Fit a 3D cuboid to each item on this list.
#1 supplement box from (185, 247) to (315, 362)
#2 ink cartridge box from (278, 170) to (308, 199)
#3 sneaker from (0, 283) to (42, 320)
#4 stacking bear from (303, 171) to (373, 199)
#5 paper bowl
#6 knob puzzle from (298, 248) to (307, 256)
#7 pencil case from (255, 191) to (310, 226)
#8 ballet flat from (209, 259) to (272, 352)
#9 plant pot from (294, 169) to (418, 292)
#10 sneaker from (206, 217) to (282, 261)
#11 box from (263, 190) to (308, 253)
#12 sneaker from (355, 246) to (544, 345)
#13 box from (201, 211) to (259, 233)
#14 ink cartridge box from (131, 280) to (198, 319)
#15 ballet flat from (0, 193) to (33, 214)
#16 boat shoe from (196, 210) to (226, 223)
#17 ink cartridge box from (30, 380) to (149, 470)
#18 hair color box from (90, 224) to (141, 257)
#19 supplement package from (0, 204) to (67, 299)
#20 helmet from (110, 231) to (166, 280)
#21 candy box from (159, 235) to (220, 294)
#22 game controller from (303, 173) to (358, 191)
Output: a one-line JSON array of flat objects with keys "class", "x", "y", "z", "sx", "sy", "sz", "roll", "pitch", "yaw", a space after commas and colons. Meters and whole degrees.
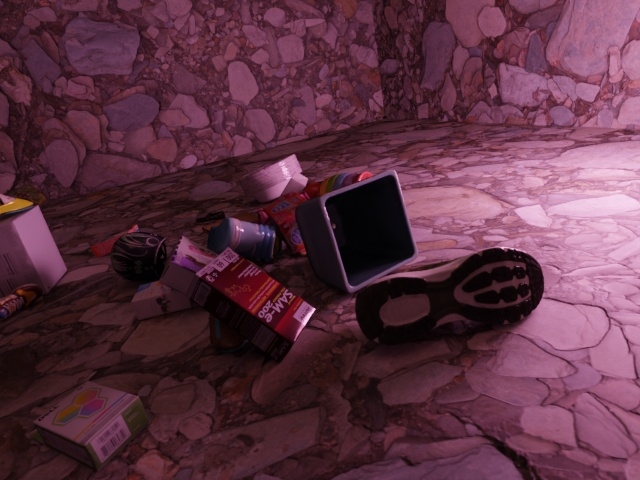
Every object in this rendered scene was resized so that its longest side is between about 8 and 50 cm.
[{"class": "supplement box", "x": -0.142, "y": 0.131, "z": 0.907, "sx": 0.239, "sy": 0.073, "sz": 0.130, "roll": 35, "pitch": 32, "yaw": 3}, {"class": "ink cartridge box", "x": -0.130, "y": -0.171, "z": 1.747, "sx": 0.067, "sy": 0.198, "sz": 0.115, "roll": 31, "pitch": 22, "yaw": -8}, {"class": "sneaker", "x": -0.945, "y": 0.201, "z": 1.313, "sx": 0.185, "sy": 0.070, "sz": 0.084, "roll": -28, "pitch": 36, "yaw": -23}, {"class": "stacking bear", "x": 0.058, "y": -0.168, "z": 1.630, "sx": 0.289, "sy": 0.164, "sz": 0.175, "roll": 0, "pitch": 24, "yaw": 37}, {"class": "paper bowl", "x": -0.217, "y": -0.273, "z": 1.962, "sx": 0.284, "sy": 0.148, "sz": 0.284, "roll": -23, "pitch": 12, "yaw": 5}, {"class": "knob puzzle", "x": 0.000, "y": 0.000, "z": 1.395, "sx": 0.213, "sy": 0.030, "sz": 0.213, "roll": -10, "pitch": 22, "yaw": 4}, {"class": "pencil case", "x": -0.132, "y": -0.110, "z": 1.598, "sx": 0.209, "sy": 0.095, "sz": 0.098, "roll": -24, "pitch": 68, "yaw": -15}, {"class": "ballet flat", "x": -0.192, "y": 0.125, "z": 1.051, "sx": 0.116, "sy": 0.124, "sz": 0.342, "roll": -7, "pitch": 22, "yaw": 13}, {"class": "plant pot", "x": 0.067, "y": -0.027, "z": 1.173, "sx": 0.247, "sy": 0.247, "sz": 0.252, "roll": -23, "pitch": 11, "yaw": -28}, {"class": "sneaker", "x": -0.244, "y": 0.017, "z": 1.384, "sx": 0.208, "sy": 0.127, "sz": 0.319, "roll": 9, "pitch": -10, "yaw": -26}, {"class": "box", "x": -0.090, "y": -0.067, "z": 1.432, "sx": 0.128, "sy": 0.123, "sz": 0.257, "roll": -30, "pitch": 22, "yaw": -7}, {"class": "sneaker", "x": 0.258, "y": 0.098, "z": 0.908, "sx": 0.410, "sy": 0.158, "sz": 0.182, "roll": -8, "pitch": 4, "yaw": -6}, {"class": "box", "x": -0.354, "y": -0.065, "z": 1.734, "sx": 0.201, "sy": 0.021, "sz": 0.164, "roll": -23, "pitch": 25, "yaw": -29}, {"class": "ink cartridge box", "x": -0.406, "y": 0.147, "z": 1.179, "sx": 0.181, "sy": 0.062, "sz": 0.104, "roll": -13, "pitch": 22, "yaw": -6}, {"class": "ballet flat", "x": -1.035, "y": -0.104, "z": 1.365, "sx": 0.077, "sy": 0.077, "sz": 0.231, "roll": 2, "pitch": 25, "yaw": 31}, {"class": "boat shoe", "x": -0.474, "y": -0.100, "z": 1.854, "sx": 0.133, "sy": 0.042, "sz": 0.049, "roll": -9, "pitch": 24, "yaw": 9}, {"class": "ink cartridge box", "x": -0.423, "y": 0.317, "z": 0.769, "sx": 0.209, "sy": 0.062, "sz": 0.109, "roll": 2, "pitch": 26, "yaw": 30}, {"class": "hair color box", "x": -0.803, "y": 0.001, "z": 1.703, "sx": 0.167, "sy": 0.053, "sz": 0.093, "roll": -20, "pitch": 21, "yaw": 5}, {"class": "supplement package", "x": -1.008, "y": 0.042, "z": 1.454, "sx": 0.145, "sy": 0.262, "sz": 0.204, "roll": -14, "pitch": 22, "yaw": -8}, {"class": "helmet", "x": -0.582, "y": 0.050, "z": 1.372, "sx": 0.161, "sy": 0.170, "sz": 0.169, "roll": 6, "pitch": 22, "yaw": -3}, {"class": "candy box", "x": -0.334, "y": 0.082, "z": 1.178, "sx": 0.164, "sy": 0.070, "sz": 0.196, "roll": 29, "pitch": 13, "yaw": -19}, {"class": "game controller", "x": 0.039, "y": -0.222, "z": 1.877, "sx": 0.319, "sy": 0.067, "sz": 0.166, "roll": -13, "pitch": 22, "yaw": -3}]
